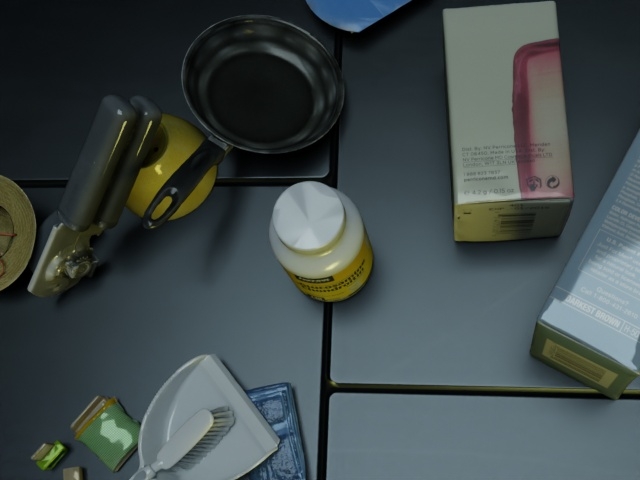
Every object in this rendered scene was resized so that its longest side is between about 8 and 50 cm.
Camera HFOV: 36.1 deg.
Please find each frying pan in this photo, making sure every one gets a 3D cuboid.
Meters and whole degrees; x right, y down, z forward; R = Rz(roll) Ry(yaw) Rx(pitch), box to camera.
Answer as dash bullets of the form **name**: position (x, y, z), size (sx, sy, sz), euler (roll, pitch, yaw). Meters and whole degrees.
- **frying pan**: position (-0.079, -0.129, 1.160), size (0.197, 0.053, 0.326), euler (13, 64, -6)

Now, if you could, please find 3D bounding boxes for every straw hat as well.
- **straw hat**: position (-0.396, -0.010, 1.204), size (0.144, 0.061, 0.144), euler (0, 91, 13)

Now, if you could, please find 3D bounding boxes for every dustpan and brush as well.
- **dustpan and brush**: position (-0.168, 0.242, 1.095), size (0.211, 0.060, 0.147), euler (-45, 65, 8)

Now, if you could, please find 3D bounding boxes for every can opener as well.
- **can opener**: position (-0.276, -0.055, 1.128), size (0.095, 0.076, 0.283), euler (43, 120, 26)

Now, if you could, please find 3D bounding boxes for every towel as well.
- **towel**: position (-0.055, 0.223, 1.104), size (0.067, 0.029, 0.119), euler (-13, 73, 5)

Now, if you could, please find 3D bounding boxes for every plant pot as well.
- **plant pot**: position (-0.201, -0.101, 1.183), size (0.134, 0.095, 0.134), euler (-2, 74, 8)

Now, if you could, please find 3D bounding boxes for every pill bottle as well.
- **pill bottle**: position (0.000, 0.000, 1.078), size (0.103, 0.184, 0.103), euler (-2, 74, 8)

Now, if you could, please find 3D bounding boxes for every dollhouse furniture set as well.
- **dollhouse furniture set**: position (-0.276, 0.247, 1.114), size (0.076, 0.058, 0.151), euler (40, 83, 16)

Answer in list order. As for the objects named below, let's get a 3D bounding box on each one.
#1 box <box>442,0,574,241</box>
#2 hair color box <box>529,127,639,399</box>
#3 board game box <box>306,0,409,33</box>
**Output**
- **box**: position (0.206, -0.129, 1.104), size (0.127, 0.148, 0.232), euler (-3, 74, 7)
- **hair color box**: position (0.357, -0.031, 1.034), size (0.113, 0.185, 0.374), euler (27, 80, 16)
- **board game box**: position (0.060, -0.328, 1.245), size (0.169, 0.033, 0.133), euler (-32, 67, -7)
